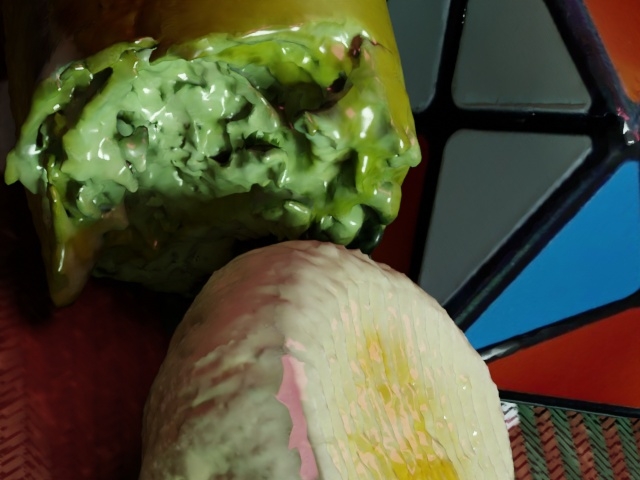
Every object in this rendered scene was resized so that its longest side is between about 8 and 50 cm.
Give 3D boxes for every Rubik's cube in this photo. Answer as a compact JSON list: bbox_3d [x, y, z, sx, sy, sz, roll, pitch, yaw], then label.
[{"bbox_3d":[0.166,-0.056,1.273,0.246,0.248,0.250,12,44,-36],"label":"Rubik's cube"}]

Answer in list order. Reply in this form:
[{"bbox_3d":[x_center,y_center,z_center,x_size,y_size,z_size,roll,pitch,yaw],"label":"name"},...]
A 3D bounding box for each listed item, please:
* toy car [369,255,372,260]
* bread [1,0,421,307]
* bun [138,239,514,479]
[{"bbox_3d":[0.000,0.000,1.224,0.035,0.059,0.122,70,5,-58],"label":"toy car"},{"bbox_3d":[-0.078,-0.136,1.140,0.208,0.251,0.376,7,48,-17],"label":"bread"},{"bbox_3d":[-0.009,0.121,0.992,0.244,0.153,0.243,38,42,-46],"label":"bun"}]
